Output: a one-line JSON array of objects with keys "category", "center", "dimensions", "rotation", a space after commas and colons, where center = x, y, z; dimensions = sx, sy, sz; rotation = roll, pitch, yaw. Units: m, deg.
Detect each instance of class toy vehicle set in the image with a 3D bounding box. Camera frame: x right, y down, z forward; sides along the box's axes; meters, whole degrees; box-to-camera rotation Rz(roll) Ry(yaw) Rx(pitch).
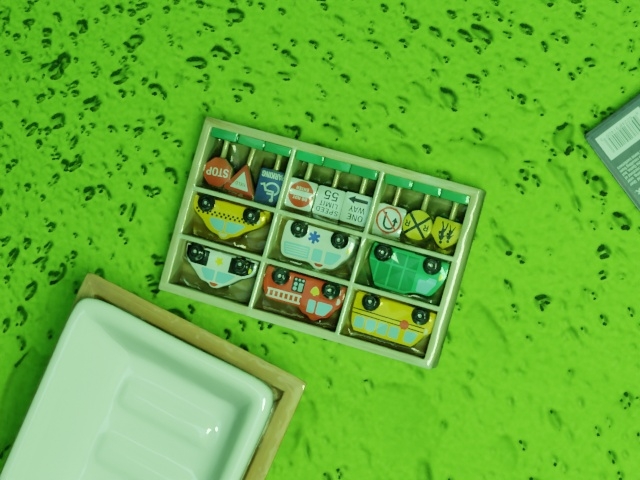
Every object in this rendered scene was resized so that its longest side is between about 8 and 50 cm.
[{"category": "toy vehicle set", "center": [0.000, 0.000, 1.462], "dimensions": [0.267, 0.035, 0.166], "rotation": [15, 93, 16]}]

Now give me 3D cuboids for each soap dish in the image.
[{"category": "soap dish", "center": [-0.161, 0.207, 1.462], "dimensions": [0.229, 0.118, 0.291], "rotation": [25, 95, 15]}]

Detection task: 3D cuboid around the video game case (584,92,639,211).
[{"category": "video game case", "center": [0.382, -0.038, 1.360], "dimensions": [0.196, 0.026, 0.274], "rotation": [-37, 80, 12]}]
